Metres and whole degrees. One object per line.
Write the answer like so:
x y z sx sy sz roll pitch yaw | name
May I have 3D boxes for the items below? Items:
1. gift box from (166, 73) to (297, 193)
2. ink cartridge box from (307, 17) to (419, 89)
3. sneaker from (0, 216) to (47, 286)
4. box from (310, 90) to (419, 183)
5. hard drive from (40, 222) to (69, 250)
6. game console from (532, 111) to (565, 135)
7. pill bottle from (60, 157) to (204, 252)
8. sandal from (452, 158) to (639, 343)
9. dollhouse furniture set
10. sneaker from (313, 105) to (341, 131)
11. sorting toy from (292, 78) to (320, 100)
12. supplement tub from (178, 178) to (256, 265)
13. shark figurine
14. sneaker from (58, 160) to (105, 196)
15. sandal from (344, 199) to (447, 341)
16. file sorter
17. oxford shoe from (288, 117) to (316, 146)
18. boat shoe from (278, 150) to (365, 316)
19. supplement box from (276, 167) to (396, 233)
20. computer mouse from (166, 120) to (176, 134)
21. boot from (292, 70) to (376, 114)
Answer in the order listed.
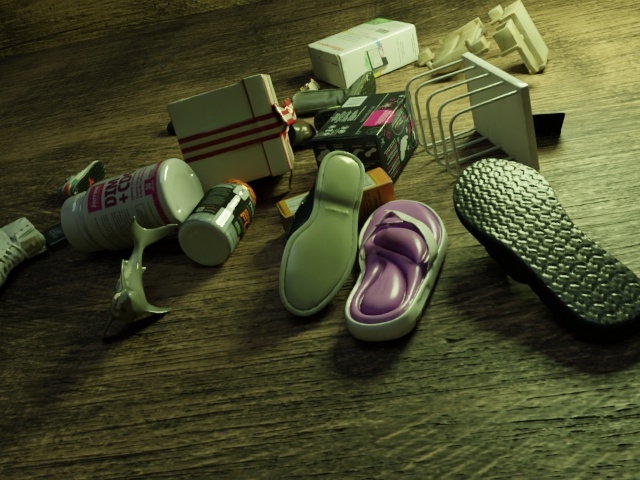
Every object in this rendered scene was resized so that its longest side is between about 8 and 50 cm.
-0.179 -0.238 1.701 0.258 0.276 0.255 -17 17 4 | gift box
0.132 -0.582 2.246 0.278 0.117 0.201 -26 32 -19 | ink cartridge box
-0.701 0.029 1.619 0.169 0.108 0.292 -25 30 -10 | sneaker
0.106 -0.223 1.644 0.164 0.142 0.247 0 32 26 | box
-0.600 -0.027 1.749 0.135 0.022 0.094 -32 34 -26 | hard drive
0.472 -0.270 1.616 0.122 0.071 0.107 -2 32 8 | game console
-0.409 -0.067 1.577 0.283 0.160 0.160 -15 29 21 | pill bottle
0.352 0.017 1.200 0.168 0.107 0.445 -19 43 -8 | sandal
0.429 -0.485 2.022 0.356 0.173 0.303 -25 21 35 | dollhouse furniture set
0.096 -0.316 1.856 0.235 0.084 0.097 3 14 11 | sneaker
-0.050 -0.446 2.190 0.075 0.044 0.083 -23 25 26 | sorting toy
-0.208 -0.044 1.510 0.117 0.116 0.190 -2 33 20 | supplement tub
-0.333 0.089 1.370 0.116 0.166 0.278 17 31 -14 | shark figurine
-0.651 -0.170 1.973 0.076 0.057 0.161 2 37 17 | sneaker
0.134 0.015 1.275 0.170 0.102 0.416 -7 31 14 | sandal
0.315 -0.256 1.557 0.173 0.192 0.277 -20 31 -4 | file sorter
-0.095 -0.292 1.925 0.096 0.082 0.227 -15 28 -35 | oxford shoe
-0.004 -0.002 1.339 0.127 0.113 0.339 15 62 -8 | boat shoe
0.034 -0.069 1.485 0.234 0.078 0.080 -19 34 -5 | supplement box
-0.348 -0.359 2.167 0.242 0.041 0.071 -8 30 10 | computer mouse
0.041 -0.419 2.078 0.209 0.076 0.189 -5 29 29 | boot
